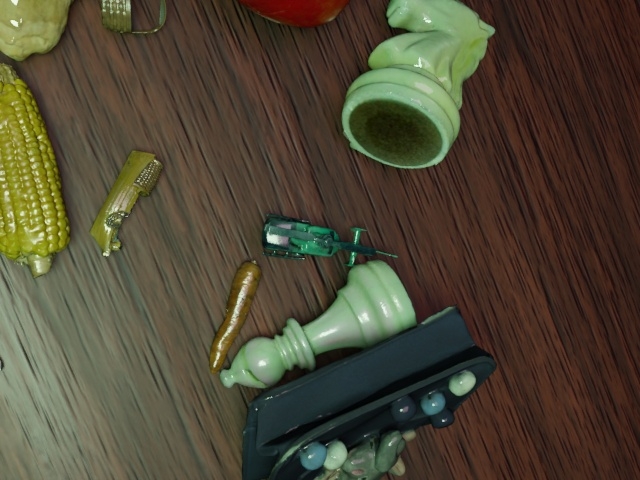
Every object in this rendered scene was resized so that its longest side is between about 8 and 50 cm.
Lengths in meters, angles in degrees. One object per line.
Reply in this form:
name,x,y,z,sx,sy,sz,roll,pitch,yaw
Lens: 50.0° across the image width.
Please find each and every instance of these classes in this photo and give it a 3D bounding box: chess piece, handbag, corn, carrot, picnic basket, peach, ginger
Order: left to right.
corn,-0.364,-0.083,0.828,0.097,0.097,0.261,-12,89,-23
ginger,-0.343,-0.306,0.866,0.193,0.115,0.122,-30,118,-29
picnic basket,-0.246,-0.308,0.909,0.083,0.072,0.072,-1,85,-13
carrot,-0.118,0.105,0.943,0.036,0.036,0.165,21,80,-19
peach,-0.052,-0.393,0.921,0.226,0.190,0.196,22,41,-36
chess piece,-0.010,0.137,0.945,0.272,0.139,0.139,-24,94,-12
handbag,0.059,0.242,0.904,0.326,0.269,0.118,-19,57,-22
chess piece,0.155,-0.267,1.041,0.176,0.176,0.298,34,61,-16

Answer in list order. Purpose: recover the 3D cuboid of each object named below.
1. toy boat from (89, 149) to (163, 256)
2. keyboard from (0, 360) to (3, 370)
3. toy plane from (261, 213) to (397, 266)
toy boat,-0.253,-0.049,0.893,0.049,0.047,0.149,28,75,-18
keyboard,-0.482,0.166,0.800,0.196,0.015,0.074,-28,100,-22
toy plane,0.000,0.000,0.970,0.235,0.096,0.060,10,84,-39
